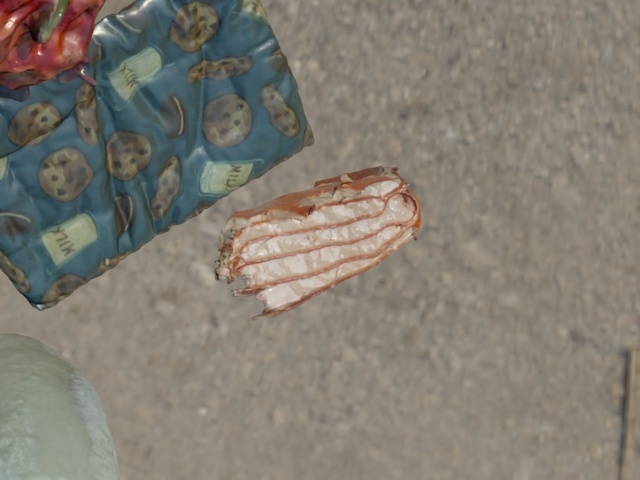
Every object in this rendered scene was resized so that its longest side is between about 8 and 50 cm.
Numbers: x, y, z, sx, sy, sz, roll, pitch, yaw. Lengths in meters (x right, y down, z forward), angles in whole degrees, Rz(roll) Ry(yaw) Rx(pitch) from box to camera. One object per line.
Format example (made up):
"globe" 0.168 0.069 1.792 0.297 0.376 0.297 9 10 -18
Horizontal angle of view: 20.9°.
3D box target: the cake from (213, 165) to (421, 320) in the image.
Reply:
"cake" -0.002 -0.006 1.737 0.135 0.287 0.098 -3 108 36

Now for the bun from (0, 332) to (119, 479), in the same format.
"bun" -0.267 0.247 1.427 0.194 0.354 0.354 -7 128 -18

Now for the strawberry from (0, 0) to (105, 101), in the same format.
"strawberry" -0.230 -0.207 0.833 0.280 0.150 0.253 27 115 21

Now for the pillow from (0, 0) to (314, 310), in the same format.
"pillow" -0.137 -0.073 1.210 0.255 0.034 0.189 -30 133 -5
